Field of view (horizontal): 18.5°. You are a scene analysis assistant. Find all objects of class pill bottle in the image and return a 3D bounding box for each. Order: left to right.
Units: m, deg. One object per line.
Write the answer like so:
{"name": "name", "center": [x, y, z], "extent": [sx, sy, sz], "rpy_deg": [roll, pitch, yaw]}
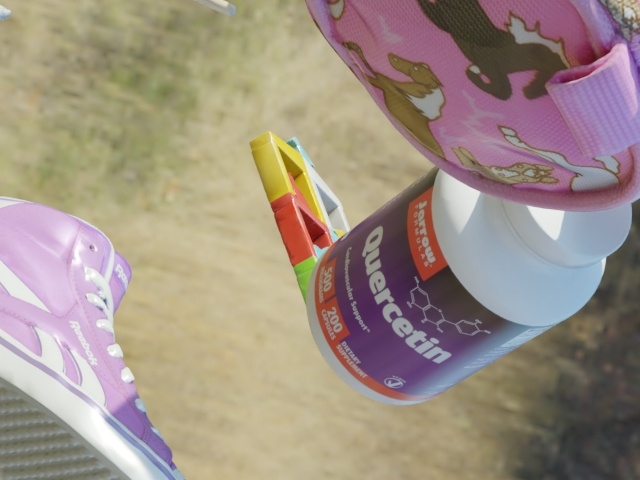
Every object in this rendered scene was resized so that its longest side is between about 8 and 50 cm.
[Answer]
{"name": "pill bottle", "center": [0.136, 0.020, 1.805], "extent": [0.323, 0.181, 0.181], "rpy_deg": [-38, -157, 50]}

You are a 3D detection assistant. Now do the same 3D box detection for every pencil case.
{"name": "pencil case", "center": [0.159, -0.179, 0.793], "extent": [0.386, 0.160, 0.167], "rpy_deg": [-47, -174, -26]}

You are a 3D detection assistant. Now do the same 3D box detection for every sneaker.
{"name": "sneaker", "center": [-0.137, 0.074, 1.171], "extent": [0.161, 0.282, 0.102], "rpy_deg": [-35, 162, -43]}

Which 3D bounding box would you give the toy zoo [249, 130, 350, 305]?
{"name": "toy zoo", "center": [0.000, 0.000, 2.218], "extent": [0.192, 0.030, 0.293], "rpy_deg": [43, 22, -54]}

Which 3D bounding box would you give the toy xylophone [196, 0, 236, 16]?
{"name": "toy xylophone", "center": [-0.120, -0.343, 1.786], "extent": [0.081, 0.322, 0.236], "rpy_deg": [16, 93, -68]}

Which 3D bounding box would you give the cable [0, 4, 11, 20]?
{"name": "cable", "center": [-0.347, -0.094, 1.303], "extent": [0.257, 0.257, 0.089], "rpy_deg": [-44, 123, -78]}
